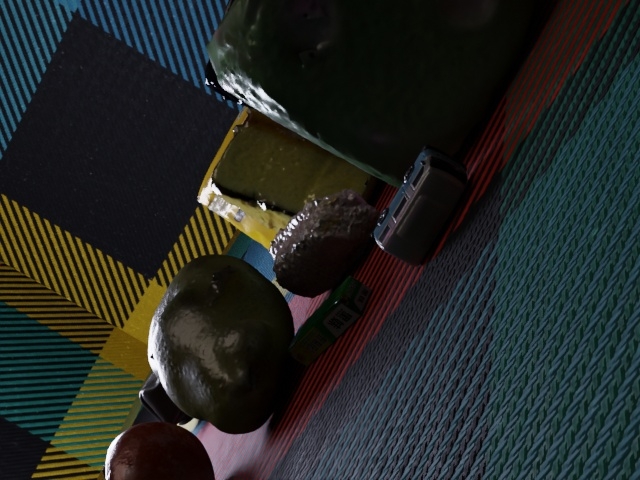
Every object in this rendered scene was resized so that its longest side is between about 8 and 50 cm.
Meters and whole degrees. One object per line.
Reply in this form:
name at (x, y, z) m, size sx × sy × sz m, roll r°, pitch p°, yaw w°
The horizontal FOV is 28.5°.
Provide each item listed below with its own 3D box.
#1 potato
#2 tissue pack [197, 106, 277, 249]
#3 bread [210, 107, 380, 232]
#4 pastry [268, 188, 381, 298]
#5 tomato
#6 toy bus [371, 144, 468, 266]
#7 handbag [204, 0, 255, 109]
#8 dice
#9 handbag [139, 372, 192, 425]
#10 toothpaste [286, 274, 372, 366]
potato at (-0.131, 0.149, 1.776) m, size 0.218 × 0.202 × 0.351 m, roll -48°, pitch 20°, yaw -1°
tissue pack at (-0.033, -0.199, 2.310) m, size 0.293 × 0.228 × 0.382 m, roll -59°, pitch 5°, yaw -36°
bread at (-0.016, -0.144, 1.960) m, size 0.263 × 0.236 × 0.198 m, roll -62°, pitch 8°, yaw -23°
pastry at (-0.006, 0.012, 1.788) m, size 0.112 × 0.103 × 0.265 m, roll -68°, pitch 12°, yaw -20°
tomato at (-0.219, 0.347, 1.748) m, size 0.187 × 0.151 × 0.187 m, roll 168°, pitch 90°, yaw -79°
toy bus at (0.111, -0.036, 1.374) m, size 0.123 × 0.060 × 0.075 m, roll -60°, pitch 12°, yaw 14°
handbag at (-0.030, -0.342, 1.858) m, size 0.269 × 0.118 × 0.326 m, roll 8°, pitch -77°, yaw -67°
dice at (0.060, -0.265, 1.584) m, size 0.318 × 0.330 × 0.322 m, roll -60°, pitch 9°, yaw 3°
handbag at (-0.225, 0.224, 2.402) m, size 0.257 × 0.113 × 0.285 m, roll -53°, pitch 0°, yaw 3°
toothpaste at (0.009, 0.105, 1.592) m, size 0.043 × 0.037 × 0.178 m, roll -60°, pitch 7°, yaw -35°
